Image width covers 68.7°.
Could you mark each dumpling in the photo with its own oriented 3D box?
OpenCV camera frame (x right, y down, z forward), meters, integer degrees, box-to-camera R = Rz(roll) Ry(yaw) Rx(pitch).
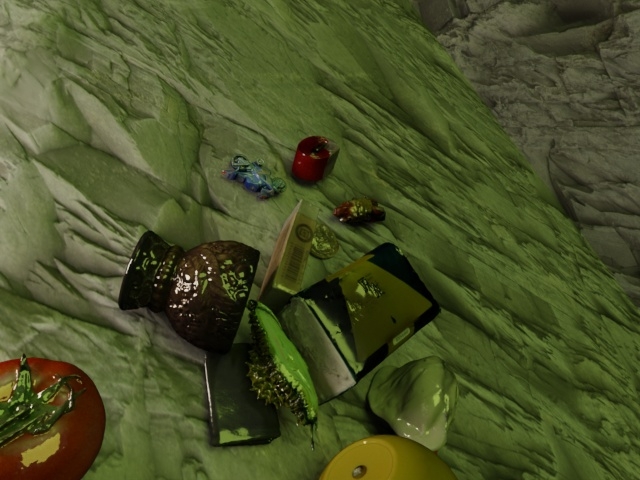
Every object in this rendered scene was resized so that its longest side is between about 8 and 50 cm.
[{"bbox_3d":[0.246,0.410,1.262,0.243,0.187,0.318,2,18,15],"label":"dumpling"}]

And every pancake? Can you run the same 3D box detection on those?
[{"bbox_3d":[0.000,0.000,1.534,0.140,0.022,0.139,18,51,-23],"label":"pancake"}]

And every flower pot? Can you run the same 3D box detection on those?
[{"bbox_3d":[-0.306,0.106,1.096,0.267,0.266,0.266,18,49,-9],"label":"flower pot"}]

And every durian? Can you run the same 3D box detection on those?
[{"bbox_3d":[-0.098,0.314,1.115,0.132,0.107,0.375,-11,66,-48],"label":"durian"}]

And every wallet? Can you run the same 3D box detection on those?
[{"bbox_3d":[-0.191,0.362,1.120,0.169,0.052,0.245,9,50,-31],"label":"wallet"}]

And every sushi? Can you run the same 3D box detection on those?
[{"bbox_3d":[0.132,-0.109,1.660,0.226,0.103,0.097,0,86,-38],"label":"sushi"}]

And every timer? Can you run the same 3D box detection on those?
[{"bbox_3d":[0.160,0.626,0.989,0.376,0.376,0.386,-39,107,-45],"label":"timer"}]

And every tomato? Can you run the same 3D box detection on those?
[{"bbox_3d":[-0.505,0.327,0.796,0.256,0.224,0.255,20,39,-17],"label":"tomato"}]

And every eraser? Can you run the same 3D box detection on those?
[{"bbox_3d":[-0.090,0.043,1.356,0.078,0.144,0.343,27,48,-14],"label":"eraser"}]

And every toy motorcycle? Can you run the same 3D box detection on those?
[{"bbox_3d":[-0.208,-0.198,1.508,0.205,0.076,0.114,30,53,-12],"label":"toy motorcycle"}]

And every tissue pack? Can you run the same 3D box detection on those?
[{"bbox_3d":[0.092,0.216,1.278,0.417,0.253,0.264,-25,74,-41],"label":"tissue pack"}]

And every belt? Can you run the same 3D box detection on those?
[{"bbox_3d":[-0.020,-0.286,1.664,0.128,0.124,0.201,29,38,13],"label":"belt"}]

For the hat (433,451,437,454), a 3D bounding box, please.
[{"bbox_3d":[0.288,0.548,1.291,0.162,0.112,0.093,-21,100,-53],"label":"hat"}]
